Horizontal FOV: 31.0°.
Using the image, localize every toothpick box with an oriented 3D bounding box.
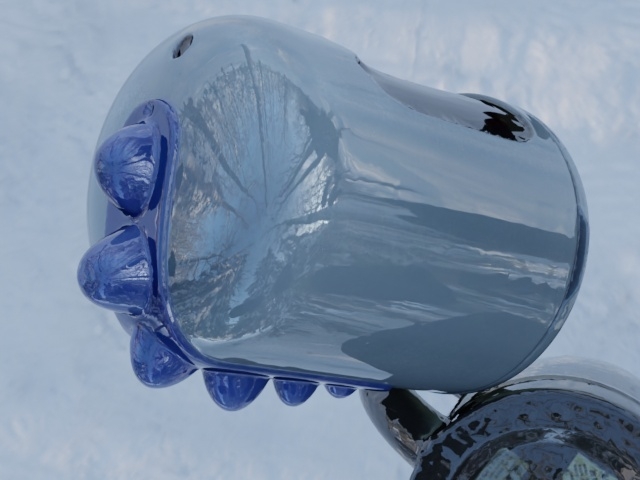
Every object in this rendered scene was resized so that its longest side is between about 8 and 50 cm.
[{"bbox_3d":[-0.006,-0.008,0.803,0.355,0.263,0.263,13,109,-42],"label":"toothpick box"}]

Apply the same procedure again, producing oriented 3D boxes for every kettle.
[{"bbox_3d":[0.178,0.186,1.007,0.321,0.324,0.228,29,102,13],"label":"kettle"}]
